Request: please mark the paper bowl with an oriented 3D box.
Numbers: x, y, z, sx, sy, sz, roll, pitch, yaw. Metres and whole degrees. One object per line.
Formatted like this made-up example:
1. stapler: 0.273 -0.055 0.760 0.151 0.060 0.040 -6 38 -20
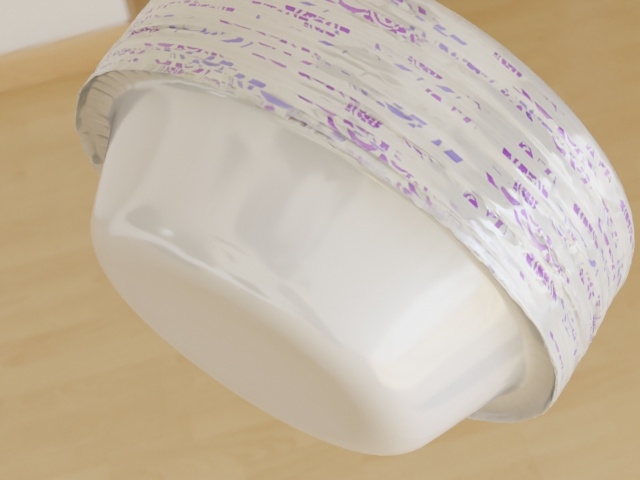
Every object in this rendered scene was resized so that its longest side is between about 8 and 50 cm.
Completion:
1. paper bowl: 0.000 0.000 0.607 0.284 0.284 0.148 22 66 32
